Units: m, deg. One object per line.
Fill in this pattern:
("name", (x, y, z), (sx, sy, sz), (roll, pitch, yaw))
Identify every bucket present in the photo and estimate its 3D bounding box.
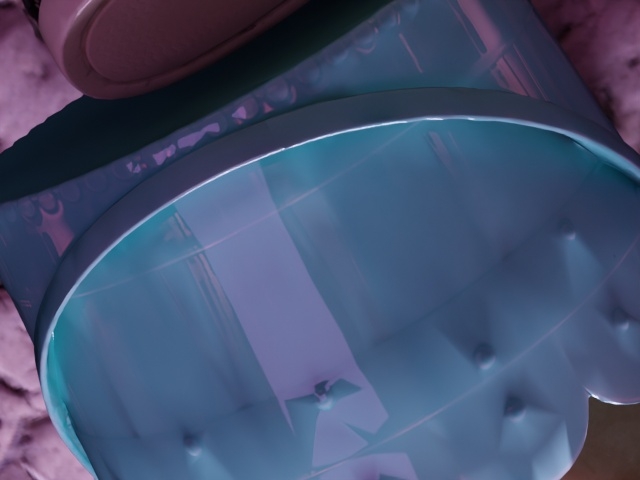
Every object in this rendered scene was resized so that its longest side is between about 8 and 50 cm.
("bucket", (0.000, 0.000, 0.764), (0.281, 0.281, 0.183), (-23, 107, 25))

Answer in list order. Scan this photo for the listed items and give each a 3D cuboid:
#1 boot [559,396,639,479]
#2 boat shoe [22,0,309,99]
("boot", (0.185, 0.083, 0.763), (0.236, 0.089, 0.269), (14, 164, 13))
("boat shoe", (0.024, -0.188, 0.698), (0.340, 0.127, 0.113), (-35, 66, -1))
